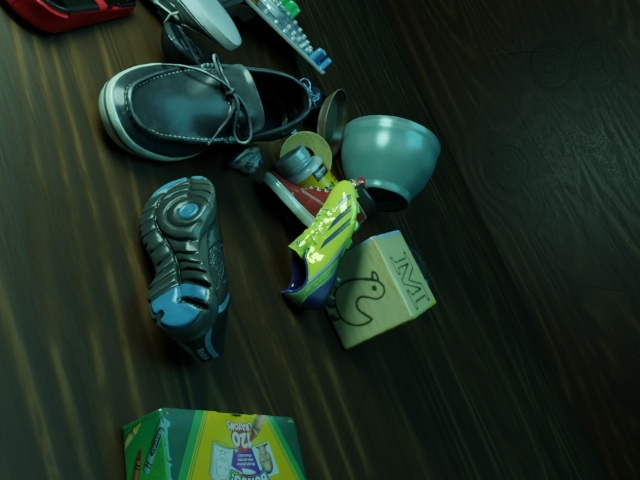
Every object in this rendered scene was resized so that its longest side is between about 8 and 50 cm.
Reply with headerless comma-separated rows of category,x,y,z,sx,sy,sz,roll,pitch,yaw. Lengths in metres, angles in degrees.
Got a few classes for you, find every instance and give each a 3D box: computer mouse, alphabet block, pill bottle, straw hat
computer mouse,-0.259,-0.353,1.341,0.184,0.060,0.262,61,13,9
alphabet block,0.122,0.109,1.415,0.193,0.192,0.197,-13,75,-62
pill bottle,-0.013,-0.119,1.478,0.215,0.117,0.117,52,27,-17
straw hat,-0.044,-0.200,1.560,0.144,0.144,0.061,56,-12,-10

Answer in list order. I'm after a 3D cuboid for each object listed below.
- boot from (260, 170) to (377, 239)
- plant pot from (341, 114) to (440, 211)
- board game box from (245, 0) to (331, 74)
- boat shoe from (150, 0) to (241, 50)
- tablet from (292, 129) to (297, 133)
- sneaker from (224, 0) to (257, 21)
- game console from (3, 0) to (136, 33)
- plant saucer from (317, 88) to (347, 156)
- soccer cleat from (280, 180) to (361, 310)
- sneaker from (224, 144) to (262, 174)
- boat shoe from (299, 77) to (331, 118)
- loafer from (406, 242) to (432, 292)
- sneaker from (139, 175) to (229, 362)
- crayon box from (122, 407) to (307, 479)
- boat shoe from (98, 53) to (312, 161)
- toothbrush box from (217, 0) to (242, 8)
boot,0.001,-0.109,1.388,0.244,0.176,0.088,40,-11,-4
plant pot,0.190,-0.203,1.799,0.293,0.293,0.196,32,64,-46
board game box,-0.146,-0.717,1.834,0.390,0.050,0.390,32,27,-46
boat shoe,-0.312,-0.515,1.343,0.306,0.105,0.113,38,32,-27
tablet,-0.093,-0.311,1.657,0.054,0.006,0.083,63,26,4
sneaker,-0.226,-0.654,1.705,0.065,0.061,0.158,57,24,6
game console,-0.519,-0.550,1.074,0.387,0.060,0.342,54,21,-15
plant saucer,0.031,-0.340,1.786,0.198,0.036,0.199,12,90,-74
soccer cleat,0.000,0.000,1.280,0.121,0.093,0.289,20,78,-17
sneaker,-0.159,-0.171,1.343,0.058,0.052,0.135,64,27,-10
boat shoe,-0.038,-0.413,1.765,0.109,0.089,0.258,62,25,1
loafer,0.293,0.106,1.862,0.078,0.076,0.223,16,46,-46
sneaker,-0.213,0.037,0.994,0.140,0.125,0.341,75,5,-48
crayon box,-0.131,0.329,0.844,0.278,0.081,0.165,25,43,-51
boat shoe,-0.194,-0.261,1.185,0.500,0.156,0.187,-15,90,-53
toothbrush box,-0.261,-0.701,1.438,0.206,0.122,0.283,62,-15,2
